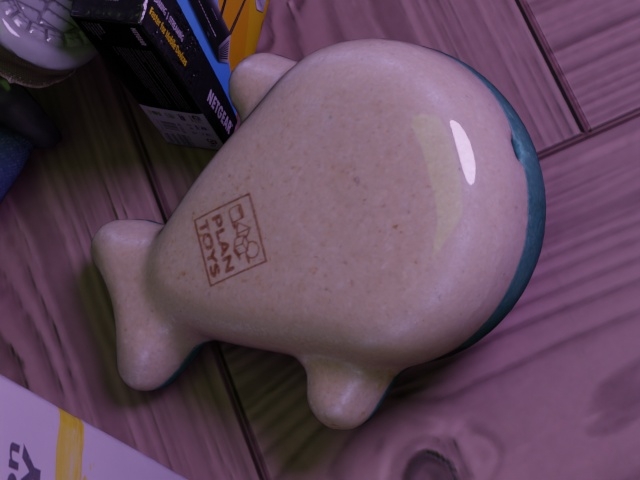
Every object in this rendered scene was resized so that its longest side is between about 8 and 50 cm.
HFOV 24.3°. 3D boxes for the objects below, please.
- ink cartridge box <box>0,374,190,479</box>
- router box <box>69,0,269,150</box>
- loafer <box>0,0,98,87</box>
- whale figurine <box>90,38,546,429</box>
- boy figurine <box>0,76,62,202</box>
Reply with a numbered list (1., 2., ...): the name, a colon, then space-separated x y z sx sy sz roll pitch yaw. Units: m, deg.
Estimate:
1. ink cartridge box: -0.185 0.210 0.646 0.160 0.384 0.279 3 73 13
2. router box: -0.078 -0.146 0.852 0.046 0.179 0.133 9 74 14
3. loafer: -0.181 -0.149 0.891 0.087 0.094 0.251 -52 26 20
4. whale figurine: 0.000 0.000 0.831 0.272 0.141 0.216 -24 74 29
5. boy figurine: -0.289 0.008 0.896 0.177 0.092 0.285 36 79 18
